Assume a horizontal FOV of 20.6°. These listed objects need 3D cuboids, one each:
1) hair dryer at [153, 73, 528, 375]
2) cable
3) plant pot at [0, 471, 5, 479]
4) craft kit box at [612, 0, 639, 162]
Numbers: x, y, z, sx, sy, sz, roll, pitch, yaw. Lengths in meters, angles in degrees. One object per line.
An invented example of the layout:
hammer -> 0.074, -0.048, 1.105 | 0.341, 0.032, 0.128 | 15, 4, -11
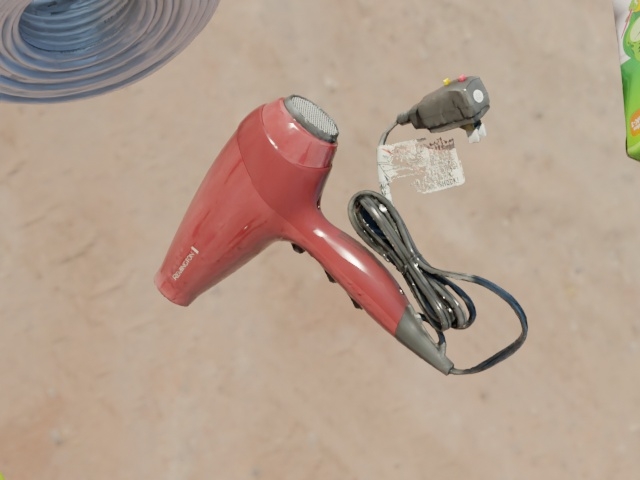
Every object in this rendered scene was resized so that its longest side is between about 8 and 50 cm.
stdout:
hair dryer -> 0.000, 0.000, 1.324 | 0.080, 0.293, 0.223 | -3, 86, -64
cable -> -0.195, -0.204, 1.401 | 0.257, 0.257, 0.089 | 10, 52, -49
plant pot -> -0.400, 0.318, 1.670 | 0.207, 0.227, 0.228 | 50, 49, -21
craft kit box -> 0.228, -0.187, 0.795 | 0.061, 0.250, 0.246 | 22, 52, -25
